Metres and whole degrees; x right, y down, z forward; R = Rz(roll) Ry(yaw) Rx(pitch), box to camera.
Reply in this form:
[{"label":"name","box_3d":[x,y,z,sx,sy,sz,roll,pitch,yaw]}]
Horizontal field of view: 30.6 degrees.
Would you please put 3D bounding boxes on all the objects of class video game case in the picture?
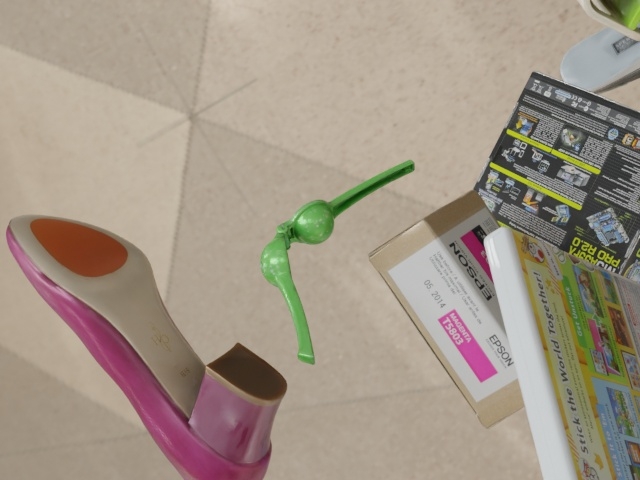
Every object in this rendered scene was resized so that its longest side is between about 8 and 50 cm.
[{"label":"video game case","box_3d":[0.211,0.115,0.828,0.026,0.206,0.227,-35,50,36]}]

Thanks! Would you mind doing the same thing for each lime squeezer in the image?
[{"label":"lime squeezer","box_3d":[0.000,0.000,1.271,0.110,0.310,0.059,0,131,31]}]

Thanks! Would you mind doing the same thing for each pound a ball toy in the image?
[{"label":"pound a ball toy","box_3d":[0.430,-0.444,1.685,0.136,0.319,0.208,26,114,-12]}]

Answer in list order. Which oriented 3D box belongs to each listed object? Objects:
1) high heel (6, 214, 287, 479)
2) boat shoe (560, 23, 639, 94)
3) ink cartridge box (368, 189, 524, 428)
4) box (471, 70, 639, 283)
[{"label":"high heel","box_3d":[-0.204,0.126,1.214,0.377,0.127,0.181,37,125,25]},{"label":"boat shoe","box_3d":[0.535,-0.316,1.865,0.306,0.105,0.113,-32,74,20]},{"label":"ink cartridge box","box_3d":[0.183,0.071,1.345,0.088,0.193,0.235,-35,87,26]},{"label":"box","box_3d":[0.330,-0.074,1.486,0.270,0.060,0.216,33,100,46]}]
